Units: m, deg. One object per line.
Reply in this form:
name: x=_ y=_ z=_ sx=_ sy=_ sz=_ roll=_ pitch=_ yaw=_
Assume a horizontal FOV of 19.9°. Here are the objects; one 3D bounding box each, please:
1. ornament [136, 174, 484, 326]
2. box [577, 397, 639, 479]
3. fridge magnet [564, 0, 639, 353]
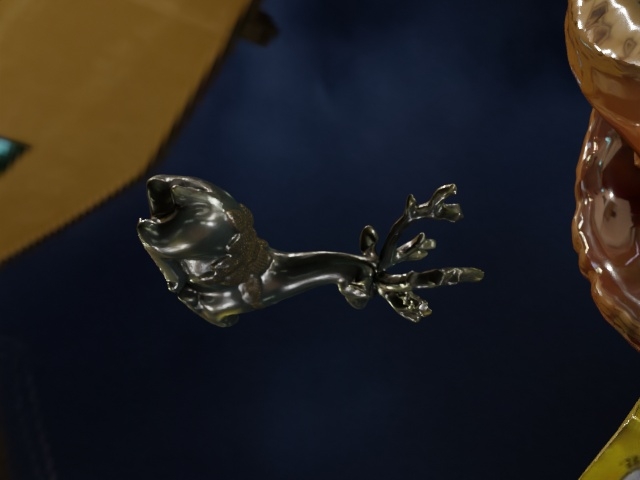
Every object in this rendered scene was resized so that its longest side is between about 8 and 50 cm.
ornament: x=0.000 y=0.000 z=1.398 sx=0.236 sy=0.202 sz=0.080 roll=-3 pitch=-119 yaw=16
box: x=0.195 y=0.175 z=0.870 sx=0.168 sy=0.265 sz=0.097 roll=32 pitch=-106 yaw=15
fridge magnet: x=0.217 y=-0.101 z=0.554 sx=0.363 sy=0.155 sz=0.363 roll=-39 pitch=-157 yaw=20
